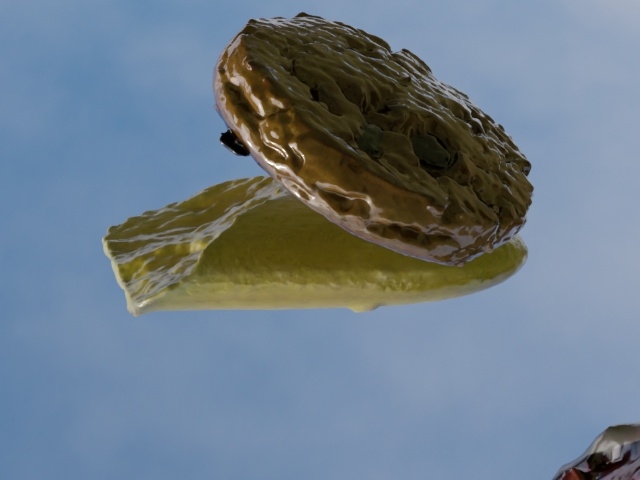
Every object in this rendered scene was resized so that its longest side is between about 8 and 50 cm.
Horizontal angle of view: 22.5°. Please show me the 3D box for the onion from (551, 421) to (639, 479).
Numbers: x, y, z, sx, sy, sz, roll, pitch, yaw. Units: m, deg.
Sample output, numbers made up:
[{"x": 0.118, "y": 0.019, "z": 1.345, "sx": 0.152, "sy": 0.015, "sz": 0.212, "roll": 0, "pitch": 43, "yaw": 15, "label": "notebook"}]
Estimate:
[{"x": 0.303, "y": 0.306, "z": 1.506, "sx": 0.195, "sy": 0.272, "sz": 0.272, "roll": 42, "pitch": -147, "yaw": -15, "label": "onion"}]

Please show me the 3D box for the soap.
[{"x": -0.001, "y": -0.003, "z": 1.652, "sx": 0.427, "sy": 0.115, "sz": 0.306, "roll": -3, "pitch": -168, "yaw": -18, "label": "soap"}]

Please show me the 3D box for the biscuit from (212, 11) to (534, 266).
[{"x": 0.048, "y": -0.092, "z": 1.272, "sx": 0.296, "sy": 0.075, "sz": 0.296, "roll": 25, "pitch": -151, "yaw": -15, "label": "biscuit"}]
